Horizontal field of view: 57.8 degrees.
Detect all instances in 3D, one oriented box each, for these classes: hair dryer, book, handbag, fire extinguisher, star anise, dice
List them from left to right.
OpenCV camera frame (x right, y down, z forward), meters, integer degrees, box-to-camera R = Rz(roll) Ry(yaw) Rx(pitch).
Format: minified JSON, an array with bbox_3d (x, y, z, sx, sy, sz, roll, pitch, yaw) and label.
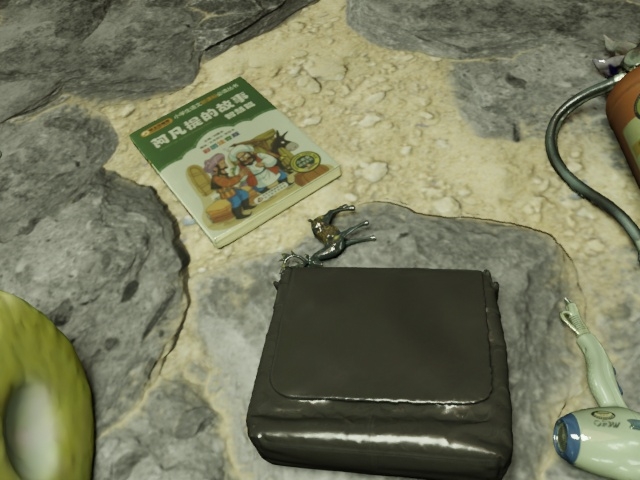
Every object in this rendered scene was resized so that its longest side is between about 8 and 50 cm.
[{"bbox_3d":[-0.354,0.185,0.500,0.233,0.227,0.238,-12,53,1],"label":"dice"},{"bbox_3d":[-0.128,-0.124,0.828,0.202,0.027,0.264,-33,56,-16],"label":"book"},{"bbox_3d":[0.060,0.124,0.586,0.246,0.080,0.223,1,46,11],"label":"handbag"},{"bbox_3d":[0.312,0.148,0.559,0.167,0.067,0.199,17,42,9],"label":"hair dryer"},{"bbox_3d":[0.383,-0.094,0.667,0.200,0.113,0.376,-11,57,14],"label":"fire extinguisher"},{"bbox_3d":[0.477,-0.246,0.808,0.180,0.061,0.205,-18,50,21],"label":"star anise"}]

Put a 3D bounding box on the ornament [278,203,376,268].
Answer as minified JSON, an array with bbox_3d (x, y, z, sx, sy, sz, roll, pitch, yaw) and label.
[{"bbox_3d":[0.000,0.000,0.716,0.125,0.028,0.073,-30,55,-17],"label":"ornament"}]
